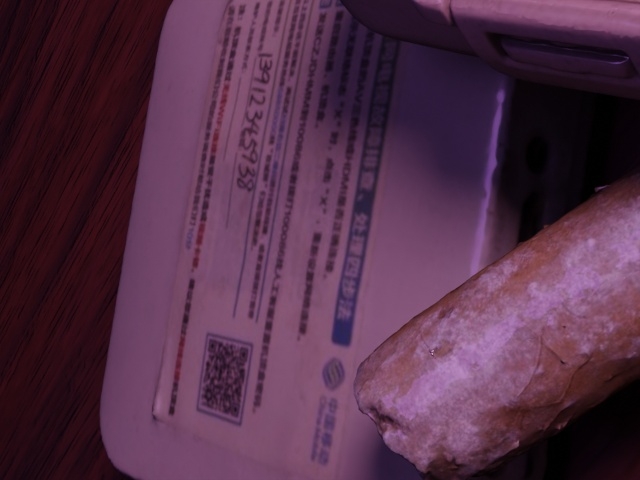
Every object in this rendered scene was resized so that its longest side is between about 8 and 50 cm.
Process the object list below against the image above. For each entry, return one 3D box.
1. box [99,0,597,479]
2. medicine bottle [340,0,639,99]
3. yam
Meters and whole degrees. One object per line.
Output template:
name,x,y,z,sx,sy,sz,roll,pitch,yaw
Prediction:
box,0.001,0.001,0.780,0.396,0.111,0.396,8,88,52
medicine bottle,0.172,-0.188,0.509,0.375,0.123,0.282,19,69,41
yam,0.139,0.022,0.536,0.259,0.093,0.093,-36,52,15
